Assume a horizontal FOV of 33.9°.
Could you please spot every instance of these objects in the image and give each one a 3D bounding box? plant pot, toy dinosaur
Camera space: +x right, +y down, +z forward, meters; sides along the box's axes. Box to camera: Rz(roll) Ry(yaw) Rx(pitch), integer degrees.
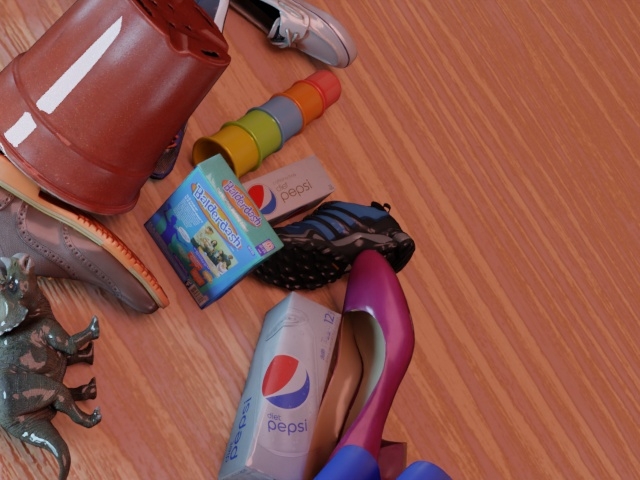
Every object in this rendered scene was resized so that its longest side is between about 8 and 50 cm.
[{"bbox_3d":[-0.280,-0.221,1.448,0.272,0.265,0.272,39,22,-19],"label":"plant pot"},{"bbox_3d":[-0.372,0.178,1.376,0.160,0.121,0.313,2,71,-18],"label":"toy dinosaur"}]

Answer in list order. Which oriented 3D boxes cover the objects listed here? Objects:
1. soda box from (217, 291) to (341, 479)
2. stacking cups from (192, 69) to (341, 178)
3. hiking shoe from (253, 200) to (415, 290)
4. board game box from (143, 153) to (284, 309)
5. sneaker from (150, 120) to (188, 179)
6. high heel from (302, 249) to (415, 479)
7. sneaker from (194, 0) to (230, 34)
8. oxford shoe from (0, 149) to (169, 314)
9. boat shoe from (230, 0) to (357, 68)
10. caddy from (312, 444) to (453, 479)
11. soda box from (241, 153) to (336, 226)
[{"bbox_3d":[-0.057,0.225,1.539,0.091,0.098,0.286,27,56,-18],"label":"soda box"},{"bbox_3d":[-0.075,-0.189,1.745,0.096,0.096,0.316,52,48,0],"label":"stacking cups"},{"bbox_3d":[0.000,0.000,1.698,0.304,0.113,0.132,0,43,-31],"label":"hiking shoe"},{"bbox_3d":[-0.159,-0.008,1.518,0.047,0.210,0.160,-32,87,-38],"label":"board game box"},{"bbox_3d":[-0.236,-0.202,1.624,0.083,0.087,0.221,14,80,-24],"label":"sneaker"},{"bbox_3d":[0.043,0.196,1.566,0.181,0.127,0.377,5,75,-41],"label":"high heel"},{"bbox_3d":[-0.239,-0.389,1.733,0.163,0.086,0.226,19,60,-26],"label":"sneaker"},{"bbox_3d":[-0.374,0.008,1.459,0.364,0.130,0.132,39,85,-18],"label":"oxford shoe"},{"bbox_3d":[-0.059,-0.381,1.838,0.267,0.096,0.088,40,57,-8],"label":"boat shoe"},{"bbox_3d":[0.078,0.440,1.392,0.179,0.241,0.341,-44,129,-43],"label":"caddy"},{"bbox_3d":[-0.083,-0.064,1.683,0.216,0.069,0.074,-26,82,-38],"label":"soda box"}]
